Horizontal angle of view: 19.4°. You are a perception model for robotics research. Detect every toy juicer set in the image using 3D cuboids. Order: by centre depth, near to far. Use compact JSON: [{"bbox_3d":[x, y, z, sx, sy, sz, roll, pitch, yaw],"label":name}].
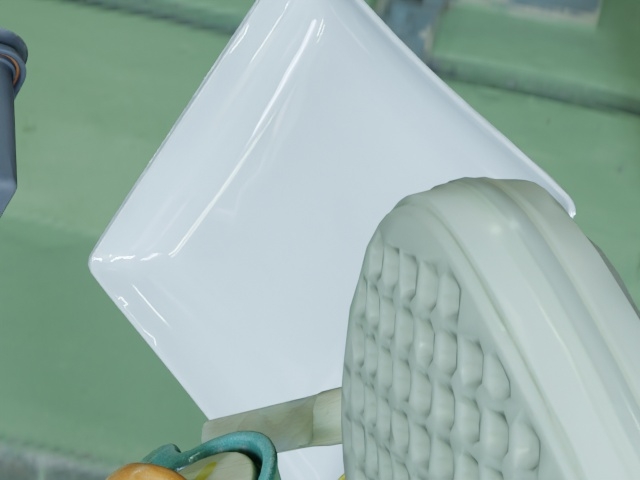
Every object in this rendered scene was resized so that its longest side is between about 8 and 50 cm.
[{"bbox_3d":[-0.042,0.128,0.877,0.089,0.209,0.329,52,31,-16],"label":"toy juicer set"}]

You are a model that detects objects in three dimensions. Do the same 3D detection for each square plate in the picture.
[{"bbox_3d":[0.000,0.000,1.473,0.049,0.344,0.347,8,33,-53],"label":"square plate"}]

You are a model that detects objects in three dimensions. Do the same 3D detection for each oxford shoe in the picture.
[{"bbox_3d":[0.131,0.177,0.359,0.130,0.169,0.449,-19,63,-20],"label":"oxford shoe"}]

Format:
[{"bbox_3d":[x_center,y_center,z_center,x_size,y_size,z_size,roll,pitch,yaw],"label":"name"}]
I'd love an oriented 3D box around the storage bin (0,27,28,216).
[{"bbox_3d":[-0.202,-0.054,0.885,0.135,0.098,0.091,9,47,-30],"label":"storage bin"}]
